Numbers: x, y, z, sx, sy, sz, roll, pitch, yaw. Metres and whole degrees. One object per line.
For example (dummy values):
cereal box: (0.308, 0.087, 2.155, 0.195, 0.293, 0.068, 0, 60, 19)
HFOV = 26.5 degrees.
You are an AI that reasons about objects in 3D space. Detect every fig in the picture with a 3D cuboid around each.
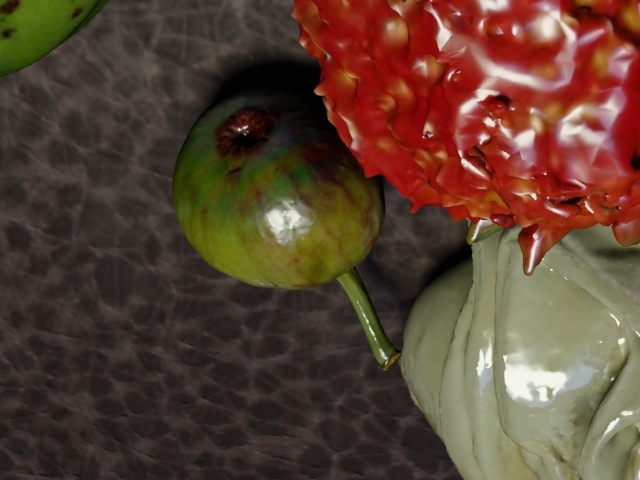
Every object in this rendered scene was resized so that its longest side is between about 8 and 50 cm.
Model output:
fig: (0.000, 0.000, 0.944, 0.149, 0.149, 0.245, -14, 138, 21)

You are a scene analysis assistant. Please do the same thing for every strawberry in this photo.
strawberry: (0.086, -0.168, 0.666, 0.292, 0.292, 0.343, -24, 128, 29)

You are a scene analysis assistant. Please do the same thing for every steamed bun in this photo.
steamed bun: (0.223, 0.112, 0.947, 0.324, 0.219, 0.309, 15, 133, -4)

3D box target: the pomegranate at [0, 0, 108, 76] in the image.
pomegranate: (-0.200, -0.207, 0.712, 0.254, 0.254, 0.270, 38, 98, -24)
